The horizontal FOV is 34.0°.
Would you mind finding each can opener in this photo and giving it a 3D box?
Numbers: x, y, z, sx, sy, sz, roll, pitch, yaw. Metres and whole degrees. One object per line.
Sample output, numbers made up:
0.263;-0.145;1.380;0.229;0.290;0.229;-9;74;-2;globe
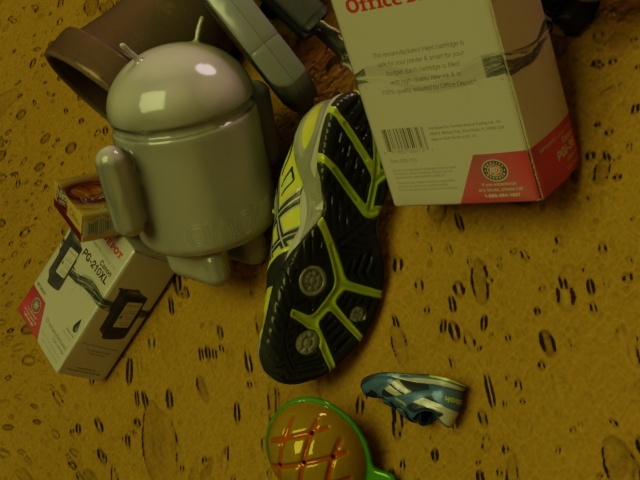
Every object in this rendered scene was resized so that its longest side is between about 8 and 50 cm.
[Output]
-0.004;-0.320;1.408;0.095;0.283;0.076;-47;5;-8;can opener

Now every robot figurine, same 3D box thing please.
-0.173;-0.117;1.426;0.200;0.300;0.353;11;124;40;robot figurine

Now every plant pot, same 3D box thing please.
-0.249;-0.285;1.608;0.263;0.263;0.229;30;78;43;plant pot

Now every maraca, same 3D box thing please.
0.011;0.274;1.272;0.185;0.099;0.127;45;110;13;maraca

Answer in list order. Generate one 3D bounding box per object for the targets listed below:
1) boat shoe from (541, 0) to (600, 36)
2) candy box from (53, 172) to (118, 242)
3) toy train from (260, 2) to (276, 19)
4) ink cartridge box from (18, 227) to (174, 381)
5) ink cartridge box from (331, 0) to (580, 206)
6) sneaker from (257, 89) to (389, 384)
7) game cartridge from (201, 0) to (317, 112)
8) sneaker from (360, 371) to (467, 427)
0.188;-0.375;1.296;0.340;0.158;0.127;38;101;41;boat shoe
-0.297;-0.061;1.590;0.109;0.187;0.053;45;137;41;candy box
-0.038;-0.405;1.591;0.158;0.027;0.036;-55;52;13;toy train
-0.350;0.073;1.645;0.237;0.100;0.172;-55;49;12;ink cartridge box
0.154;-0.189;1.186;0.207;0.117;0.283;0;117;41;ink cartridge box
0.000;0.000;1.369;0.147;0.145;0.384;-1;71;62;sneaker
-0.116;-0.313;1.439;0.060;0.196;0.294;-38;82;-2;game cartridge
0.105;0.189;1.246;0.144;0.053;0.059;-2;76;41;sneaker
